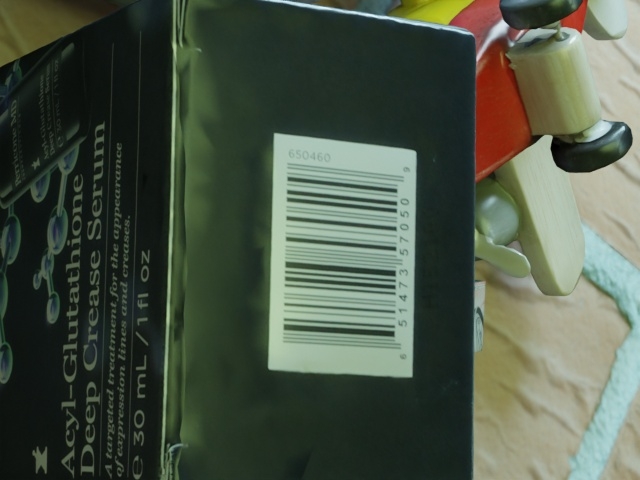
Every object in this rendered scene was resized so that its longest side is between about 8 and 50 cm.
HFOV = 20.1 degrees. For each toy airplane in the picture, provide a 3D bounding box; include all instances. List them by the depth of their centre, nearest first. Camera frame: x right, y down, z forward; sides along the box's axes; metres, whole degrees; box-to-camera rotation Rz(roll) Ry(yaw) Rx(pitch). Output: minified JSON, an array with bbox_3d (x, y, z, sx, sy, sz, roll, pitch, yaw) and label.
[{"bbox_3d":[0.111,-0.170,1.435,0.384,0.272,0.386,30,50,-62],"label":"toy airplane"}]

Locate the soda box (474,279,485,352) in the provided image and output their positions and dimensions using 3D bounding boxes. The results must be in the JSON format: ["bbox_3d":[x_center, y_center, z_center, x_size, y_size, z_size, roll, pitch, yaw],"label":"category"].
[{"bbox_3d":[0.062,0.068,1.424,0.183,0.058,0.063,-11,105,-55],"label":"soda box"}]

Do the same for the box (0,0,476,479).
[{"bbox_3d":[-0.094,0.025,1.177,0.212,0.395,0.293,5,82,-31],"label":"box"}]

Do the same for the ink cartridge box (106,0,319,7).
[{"bbox_3d":[-0.083,-0.288,1.265,0.168,0.171,0.232,16,77,-29],"label":"ink cartridge box"}]
